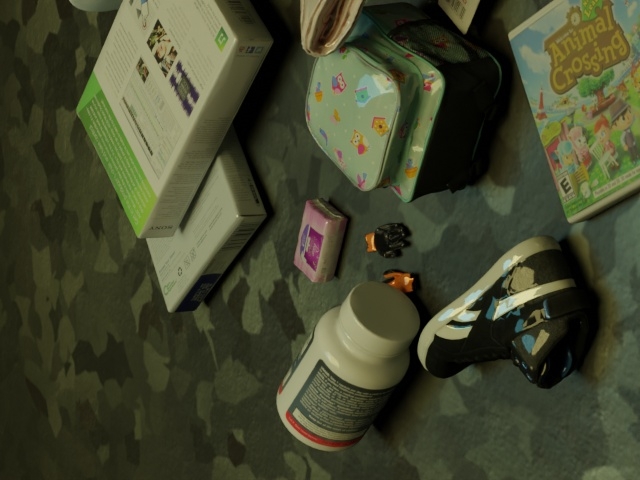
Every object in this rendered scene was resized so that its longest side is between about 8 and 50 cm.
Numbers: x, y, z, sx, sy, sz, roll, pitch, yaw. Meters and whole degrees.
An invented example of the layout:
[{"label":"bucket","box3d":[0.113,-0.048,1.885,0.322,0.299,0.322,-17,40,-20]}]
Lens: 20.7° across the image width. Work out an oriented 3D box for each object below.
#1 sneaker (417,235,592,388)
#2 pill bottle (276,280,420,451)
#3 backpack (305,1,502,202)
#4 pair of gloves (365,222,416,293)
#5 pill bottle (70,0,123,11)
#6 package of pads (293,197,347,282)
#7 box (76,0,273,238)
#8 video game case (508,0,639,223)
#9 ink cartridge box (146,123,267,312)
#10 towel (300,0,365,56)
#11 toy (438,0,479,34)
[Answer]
[{"label":"sneaker","box3d":[0.174,0.103,1.663,0.217,0.079,0.121,-52,53,44]},{"label":"pill bottle","box3d":[0.033,0.131,1.851,0.108,0.108,0.180,60,140,29]},{"label":"backpack","box3d":[0.067,-0.144,1.723,0.188,0.144,0.166,51,141,43]},{"label":"pair of gloves","box3d":[0.075,0.024,1.856,0.074,0.010,0.083,-19,77,57]},{"label":"pill bottle","box3d":[-0.295,-0.441,2.171,0.169,0.169,0.301,-44,59,50]},{"label":"package of pads","box3d":[0.000,0.000,1.941,0.050,0.032,0.083,43,129,45]},{"label":"box","box3d":[-0.181,-0.193,2.082,0.322,0.058,0.232,-58,47,36]},{"label":"video game case","box3d":[0.260,-0.140,1.543,0.212,0.023,0.193,-34,68,53]},{"label":"ink cartridge box","box3d":[-0.159,-0.061,2.149,0.223,0.045,0.224,-50,52,46]},{"label":"towel","box3d":[0.060,-0.386,1.653,0.317,0.053,0.332,125,156,-44]},{"label":"toy","box3d":[0.150,-0.325,1.642,0.137,0.056,0.237,55,143,26]}]
